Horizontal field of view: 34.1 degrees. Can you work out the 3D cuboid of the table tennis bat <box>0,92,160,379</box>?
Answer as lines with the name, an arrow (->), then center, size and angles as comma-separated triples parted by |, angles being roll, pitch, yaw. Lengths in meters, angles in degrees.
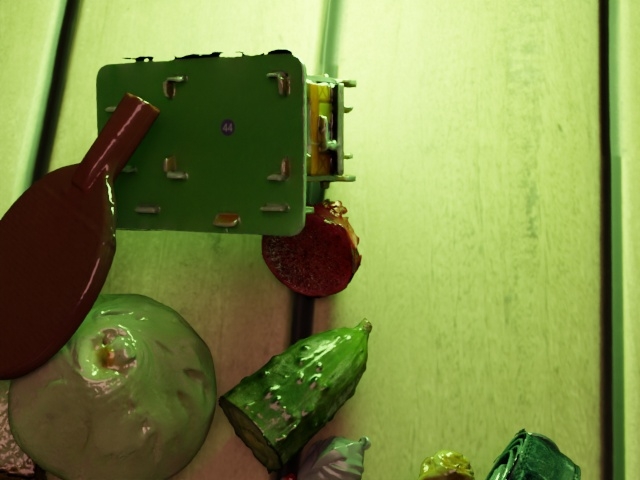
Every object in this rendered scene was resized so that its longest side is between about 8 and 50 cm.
table tennis bat -> -0.341, -0.008, 1.356 | 0.268, 0.051, 0.415 | 32, 89, 46

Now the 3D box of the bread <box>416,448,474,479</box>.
bread -> 0.083, 0.429, 1.330 | 0.077, 0.084, 0.367 | 27, 77, 34

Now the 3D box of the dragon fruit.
dragon fruit -> 0.000, 0.000, 1.521 | 0.153, 0.153, 0.111 | 28, 38, 8

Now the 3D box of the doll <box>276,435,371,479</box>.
doll -> -0.005, 0.323, 1.414 | 0.180, 0.079, 0.094 | -37, 50, 0

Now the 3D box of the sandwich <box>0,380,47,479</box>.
sandwich -> -0.513, 0.216, 1.423 | 0.273, 0.095, 0.249 | -3, 70, -4

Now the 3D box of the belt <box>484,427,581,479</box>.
belt -> 0.247, 0.359, 1.335 | 0.116, 0.206, 0.267 | 32, 57, 7

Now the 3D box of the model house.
model house -> -0.110, -0.129, 1.497 | 0.357, 0.313, 0.242 | 0, 91, 27

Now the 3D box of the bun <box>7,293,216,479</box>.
bun -> -0.256, 0.186, 1.363 | 0.283, 0.179, 0.283 | 12, 63, -24

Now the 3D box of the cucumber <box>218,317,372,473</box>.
cucumber -> -0.016, 0.194, 1.432 | 0.244, 0.134, 0.134 | -41, 76, -19
